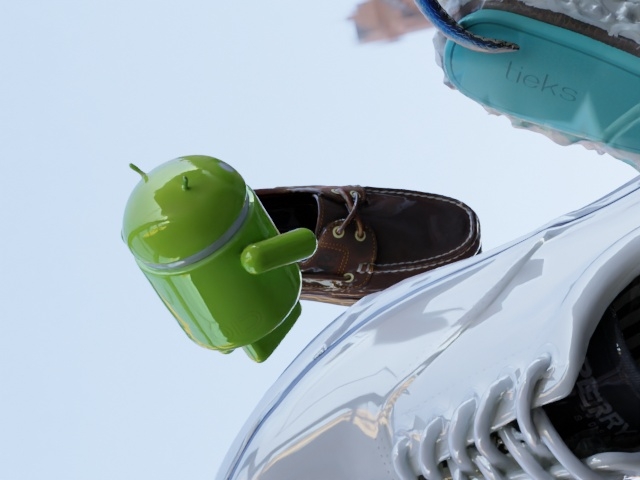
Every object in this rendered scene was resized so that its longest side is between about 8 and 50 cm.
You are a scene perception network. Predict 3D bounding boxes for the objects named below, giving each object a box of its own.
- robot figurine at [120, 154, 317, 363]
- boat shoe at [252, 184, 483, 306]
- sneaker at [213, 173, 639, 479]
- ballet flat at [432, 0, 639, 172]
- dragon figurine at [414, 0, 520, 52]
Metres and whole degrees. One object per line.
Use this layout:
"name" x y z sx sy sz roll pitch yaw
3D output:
"robot figurine" -0.053 0.007 0.964 0.067 0.101 0.115 -51 -51 -25
"boat shoe" 0.000 0.000 1.244 0.073 0.207 0.073 84 179 -56
"sneaker" 0.065 0.045 0.615 0.094 0.258 0.091 51 -166 -9
"ballet flat" 0.276 -0.098 1.374 0.147 0.409 0.147 -62 -3 -5
"dragon figurine" 0.045 -0.258 1.330 0.085 0.144 0.289 -16 -120 -28
